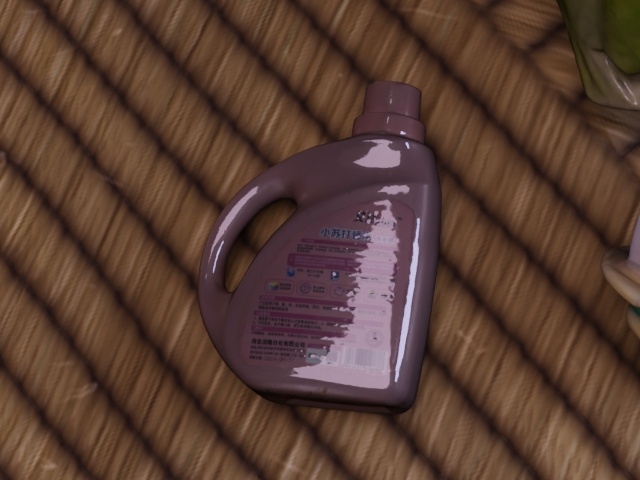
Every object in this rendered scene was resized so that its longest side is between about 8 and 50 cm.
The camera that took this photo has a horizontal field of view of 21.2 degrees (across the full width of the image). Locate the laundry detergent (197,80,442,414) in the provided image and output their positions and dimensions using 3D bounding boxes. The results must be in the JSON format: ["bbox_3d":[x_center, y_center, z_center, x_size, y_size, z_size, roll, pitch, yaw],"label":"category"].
[{"bbox_3d":[0.000,0.000,1.234,0.171,0.076,0.237,4,77,11],"label":"laundry detergent"}]

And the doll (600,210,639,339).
[{"bbox_3d":[0.269,-0.050,1.112,0.208,0.271,0.144,-39,49,-18],"label":"doll"}]

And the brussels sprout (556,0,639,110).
[{"bbox_3d":[0.252,-0.224,1.177,0.210,0.219,0.271,4,103,-2],"label":"brussels sprout"}]
